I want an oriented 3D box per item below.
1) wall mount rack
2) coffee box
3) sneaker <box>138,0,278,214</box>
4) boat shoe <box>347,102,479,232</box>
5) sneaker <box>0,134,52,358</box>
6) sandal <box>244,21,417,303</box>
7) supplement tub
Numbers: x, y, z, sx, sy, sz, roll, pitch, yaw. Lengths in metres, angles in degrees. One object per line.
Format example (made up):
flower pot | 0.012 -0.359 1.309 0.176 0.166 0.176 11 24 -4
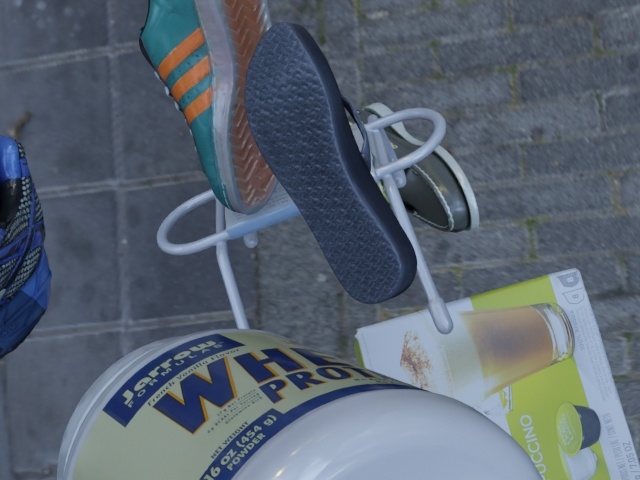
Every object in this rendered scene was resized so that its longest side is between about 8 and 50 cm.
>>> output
wall mount rack | 0.000 0.000 1.261 0.350 0.130 0.304 -22 34 9
coffee box | 0.249 0.257 1.736 0.334 0.338 0.337 -16 84 0
sneaker | -0.115 -0.176 1.184 0.121 0.108 0.302 7 112 36
boat shoe | 0.100 -0.087 1.493 0.091 0.109 0.305 -19 35 -18
sneaker | -0.161 0.027 0.426 0.083 0.221 0.087 9 119 -1
sandal | 0.009 -0.066 0.990 0.097 0.054 0.254 -27 85 41
supplement tub | -0.029 0.184 0.738 0.325 0.235 0.235 11 87 61
